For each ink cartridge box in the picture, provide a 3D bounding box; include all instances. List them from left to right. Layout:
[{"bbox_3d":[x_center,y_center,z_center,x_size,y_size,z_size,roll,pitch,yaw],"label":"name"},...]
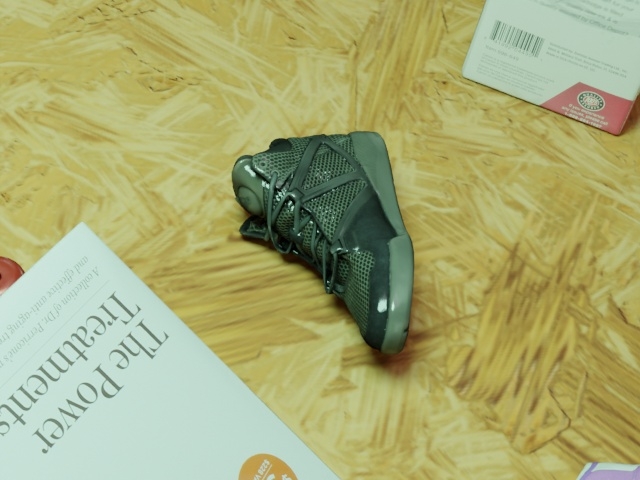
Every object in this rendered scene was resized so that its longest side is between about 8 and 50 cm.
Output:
[{"bbox_3d":[0.233,-0.222,1.411,0.158,0.218,0.092,22,46,4],"label":"ink cartridge box"}]

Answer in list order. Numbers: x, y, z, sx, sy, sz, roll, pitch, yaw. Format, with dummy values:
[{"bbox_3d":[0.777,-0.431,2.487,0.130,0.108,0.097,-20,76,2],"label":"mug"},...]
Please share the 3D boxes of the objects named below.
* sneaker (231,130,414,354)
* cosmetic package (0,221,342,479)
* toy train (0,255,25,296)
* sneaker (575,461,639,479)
[{"bbox_3d":[0.000,0.000,1.233,0.130,0.087,0.227,0,45,-14],"label":"sneaker"},{"bbox_3d":[-0.162,0.206,0.916,0.284,0.097,0.377,46,47,-6],"label":"cosmetic package"},{"bbox_3d":[-0.248,0.086,1.076,0.248,0.105,0.143,37,59,18],"label":"toy train"},{"bbox_3d":[0.209,0.257,1.048,0.161,0.102,0.282,12,35,0],"label":"sneaker"}]
